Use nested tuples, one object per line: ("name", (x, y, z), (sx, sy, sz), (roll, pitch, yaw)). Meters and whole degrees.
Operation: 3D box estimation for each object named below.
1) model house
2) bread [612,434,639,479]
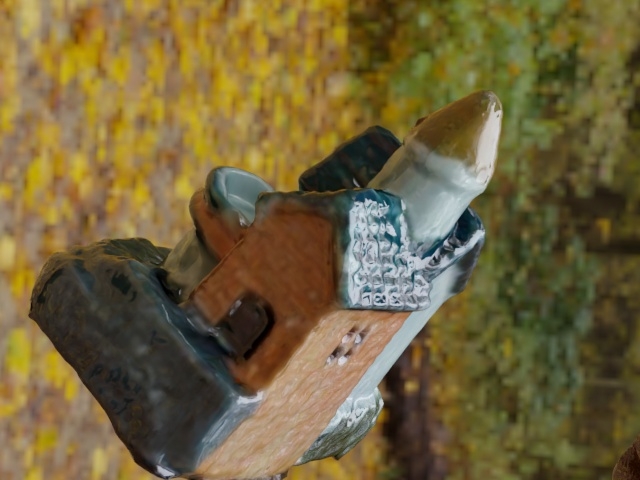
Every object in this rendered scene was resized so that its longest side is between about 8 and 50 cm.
("model house", (0.000, 0.000, 1.144), (0.291, 0.184, 0.253), (-46, 157, 16))
("bread", (0.236, 0.142, 1.193), (0.109, 0.043, 0.062), (11, -82, 63))
